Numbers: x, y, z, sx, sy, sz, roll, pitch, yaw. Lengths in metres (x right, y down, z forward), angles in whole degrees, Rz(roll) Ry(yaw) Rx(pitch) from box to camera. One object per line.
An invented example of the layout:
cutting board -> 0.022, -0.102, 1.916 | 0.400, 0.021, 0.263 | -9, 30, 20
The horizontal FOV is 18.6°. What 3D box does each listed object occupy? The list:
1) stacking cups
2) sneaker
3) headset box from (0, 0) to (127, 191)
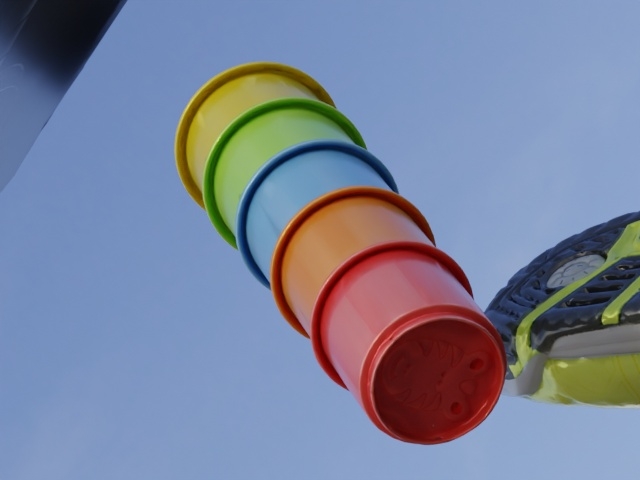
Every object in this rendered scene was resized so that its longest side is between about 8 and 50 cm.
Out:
stacking cups -> 0.000, 0.000, 0.921 | 0.096, 0.316, 0.096 | -4, -69, -12
sneaker -> 0.266, 0.053, 0.941 | 0.145, 0.385, 0.147 | -62, -38, -62
headset box -> -0.133, -0.051, 0.401 | 0.246, 0.131, 0.283 | -52, 4, -39
